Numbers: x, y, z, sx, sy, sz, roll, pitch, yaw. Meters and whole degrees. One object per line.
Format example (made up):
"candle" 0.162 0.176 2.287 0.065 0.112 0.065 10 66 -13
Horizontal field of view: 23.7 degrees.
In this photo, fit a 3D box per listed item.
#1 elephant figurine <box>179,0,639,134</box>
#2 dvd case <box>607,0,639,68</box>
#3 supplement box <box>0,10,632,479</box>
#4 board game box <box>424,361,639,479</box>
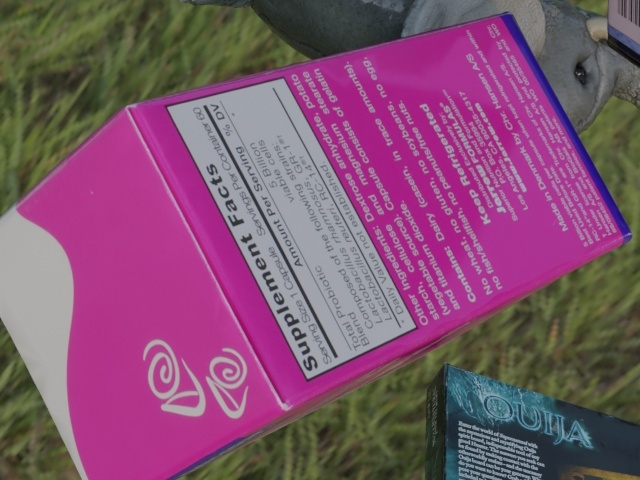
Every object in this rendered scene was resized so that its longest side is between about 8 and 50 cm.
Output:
"elephant figurine" 0.082 -0.107 0.845 0.239 0.186 0.169 55 23 6
"dvd case" 0.145 -0.142 0.467 0.022 0.253 0.180 -16 34 -17
"supplement box" 0.000 0.000 0.573 0.220 0.111 0.114 -19 79 -46
"board game box" 0.139 0.138 0.742 0.186 0.026 0.126 18 43 -12
